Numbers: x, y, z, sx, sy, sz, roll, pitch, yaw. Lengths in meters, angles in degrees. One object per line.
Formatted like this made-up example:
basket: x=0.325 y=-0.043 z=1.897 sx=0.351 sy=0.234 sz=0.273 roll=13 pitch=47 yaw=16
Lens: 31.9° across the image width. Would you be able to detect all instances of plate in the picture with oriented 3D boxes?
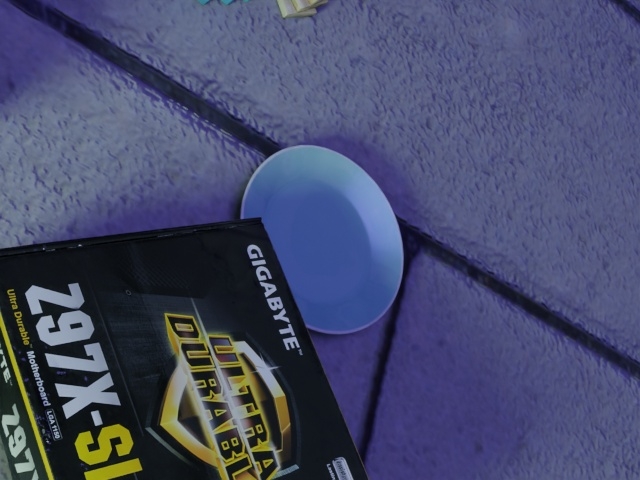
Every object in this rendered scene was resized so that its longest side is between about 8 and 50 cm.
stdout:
plate: x=0.000 y=0.000 z=1.069 sx=0.188 sy=0.024 sz=0.188 roll=13 pitch=67 yaw=-31

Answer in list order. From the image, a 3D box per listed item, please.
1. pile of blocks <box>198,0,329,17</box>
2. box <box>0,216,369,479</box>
pile of blocks: x=-0.040 y=-0.306 z=1.095 sx=0.362 sy=0.112 sz=0.149 roll=-17 pitch=84 yaw=-38
box: x=-0.107 y=0.147 z=0.865 sx=0.257 sy=0.079 sz=0.322 roll=-8 pitch=66 yaw=-36
